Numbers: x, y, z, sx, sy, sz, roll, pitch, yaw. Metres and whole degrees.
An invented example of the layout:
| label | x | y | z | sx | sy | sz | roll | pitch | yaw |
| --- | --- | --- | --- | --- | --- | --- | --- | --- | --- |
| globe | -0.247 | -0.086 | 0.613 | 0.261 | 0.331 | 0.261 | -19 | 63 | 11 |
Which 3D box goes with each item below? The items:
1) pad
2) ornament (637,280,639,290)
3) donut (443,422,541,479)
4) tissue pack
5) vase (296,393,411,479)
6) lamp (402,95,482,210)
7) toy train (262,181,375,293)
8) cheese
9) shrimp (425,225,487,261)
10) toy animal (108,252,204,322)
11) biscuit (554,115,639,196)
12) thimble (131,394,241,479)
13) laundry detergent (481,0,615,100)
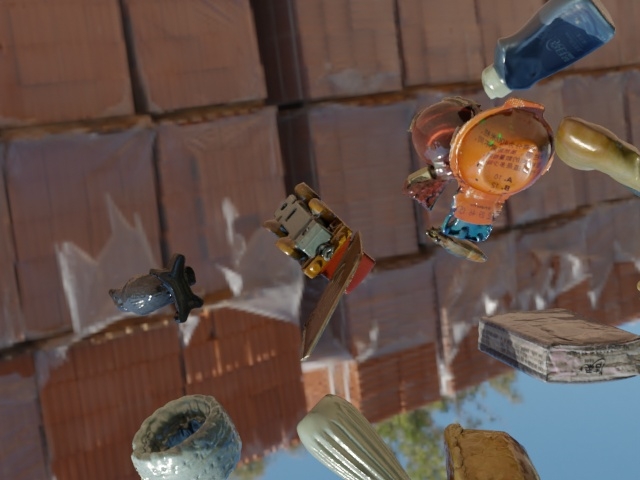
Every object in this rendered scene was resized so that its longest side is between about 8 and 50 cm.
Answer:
| label | x | y | z | sx | sy | sz | roll | pitch | yaw |
| --- | --- | --- | --- | --- | --- | --- | --- | --- | --- |
| pad | 0.028 | 0.122 | 2.193 | 0.018 | 0.286 | 0.284 | 28 | -169 | -5 |
| ornament | 0.852 | 0.084 | 2.265 | 0.201 | 0.059 | 0.180 | -22 | -161 | 4 |
| donut | 0.292 | 0.445 | 1.522 | 0.160 | 0.330 | 0.330 | -9 | -175 | 4 |
| tissue pack | 0.634 | 0.280 | 2.538 | 0.288 | 0.124 | 0.394 | -4 | -172 | -15 |
| vase | 0.073 | 0.421 | 1.873 | 0.128 | 0.248 | 0.128 | -46 | 170 | -11 |
| lamp | 0.258 | -0.204 | 2.022 | 0.215 | 0.151 | 0.223 | -28 | -143 | 31 |
| toy train | 0.000 | 0.000 | 2.419 | 0.163 | 0.232 | 0.369 | -47 | -155 | 3 |
| cheese | 0.340 | -0.134 | 1.860 | 0.217 | 0.329 | 0.129 | 11 | -146 | -12 |
| shrimp | 0.317 | 0.003 | 2.340 | 0.143 | 0.052 | 0.251 | 25 | 176 | 43 |
| toy animal | -0.325 | 0.086 | 1.853 | 0.210 | 0.121 | 0.117 | -5 | -149 | 40 |
| biscuit | 0.493 | -0.125 | 1.540 | 0.237 | 0.062 | 0.291 | 25 | -176 | 11 |
| thimble | -0.317 | 0.493 | 2.236 | 0.250 | 0.172 | 0.205 | -29 | -149 | -12 |
| laundry detergent | 0.445 | -0.388 | 1.918 | 0.290 | 0.094 | 0.143 | -36 | 135 | 29 |
